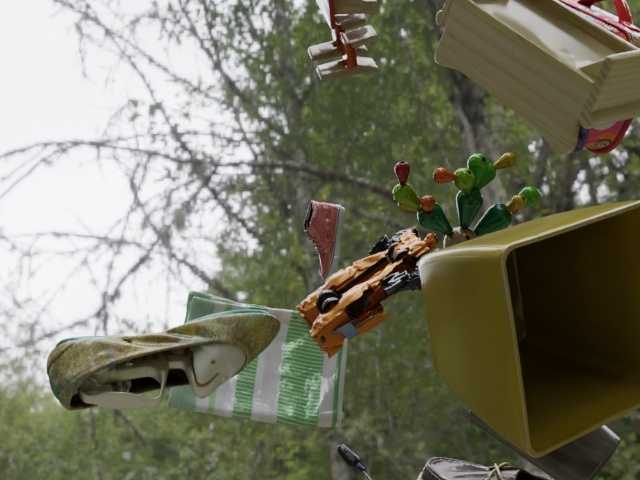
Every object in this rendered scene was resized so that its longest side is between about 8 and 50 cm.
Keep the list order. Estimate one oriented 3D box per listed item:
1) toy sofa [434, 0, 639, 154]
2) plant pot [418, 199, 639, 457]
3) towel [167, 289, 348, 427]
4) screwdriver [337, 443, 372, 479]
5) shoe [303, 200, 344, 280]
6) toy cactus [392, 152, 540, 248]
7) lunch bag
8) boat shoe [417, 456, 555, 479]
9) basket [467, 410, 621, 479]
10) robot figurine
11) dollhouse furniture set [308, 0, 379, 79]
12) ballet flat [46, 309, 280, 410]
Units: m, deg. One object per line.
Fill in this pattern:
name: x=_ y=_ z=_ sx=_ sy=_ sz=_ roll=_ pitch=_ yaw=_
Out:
toy sofa: x=0.359 y=-0.304 z=1.459 sx=0.150 sy=0.362 sz=0.177 roll=-16 pitch=-44 yaw=-33
plant pot: x=0.225 y=0.076 z=0.971 sx=0.212 sy=0.212 sz=0.187 roll=-16 pitch=13 yaw=-28
towel: x=-0.110 y=0.228 z=1.724 sx=0.325 sy=0.247 sz=0.038 roll=11 pitch=-35 yaw=-9
screwdriver: x=0.085 y=0.412 z=1.575 sx=0.025 sy=0.170 sz=0.024 roll=-6 pitch=-59 yaw=-40
shoe: x=0.000 y=0.000 z=2.030 sx=0.081 sy=0.178 sz=0.063 roll=11 pitch=-9 yaw=-18
toy cactus: x=0.194 y=-0.036 z=1.256 sx=0.219 sy=0.112 sz=0.180 roll=-2 pitch=-71 yaw=-26
lunch bag: x=0.464 y=-0.321 z=1.620 sx=0.120 sy=0.293 sz=0.258 roll=9 pitch=-62 yaw=-29
boat shoe: x=0.317 y=0.416 z=1.468 sx=0.324 sy=0.116 sz=0.096 roll=18 pitch=-64 yaw=24
basket: x=0.412 y=0.338 z=1.637 sx=0.204 sy=0.227 sz=0.154 roll=-14 pitch=-45 yaw=-52
robot figurine: x=0.100 y=0.085 z=1.658 sx=0.291 sy=0.211 sz=0.085 roll=-34 pitch=-67 yaw=0
dollhouse furniture set: x=-0.008 y=-0.407 z=1.370 sx=0.135 sy=0.259 sz=0.262 roll=-11 pitch=-53 yaw=-6
ballet flat: x=-0.219 y=0.186 z=1.325 sx=0.349 sy=0.123 sz=0.123 roll=-6 pitch=-32 yaw=-16
